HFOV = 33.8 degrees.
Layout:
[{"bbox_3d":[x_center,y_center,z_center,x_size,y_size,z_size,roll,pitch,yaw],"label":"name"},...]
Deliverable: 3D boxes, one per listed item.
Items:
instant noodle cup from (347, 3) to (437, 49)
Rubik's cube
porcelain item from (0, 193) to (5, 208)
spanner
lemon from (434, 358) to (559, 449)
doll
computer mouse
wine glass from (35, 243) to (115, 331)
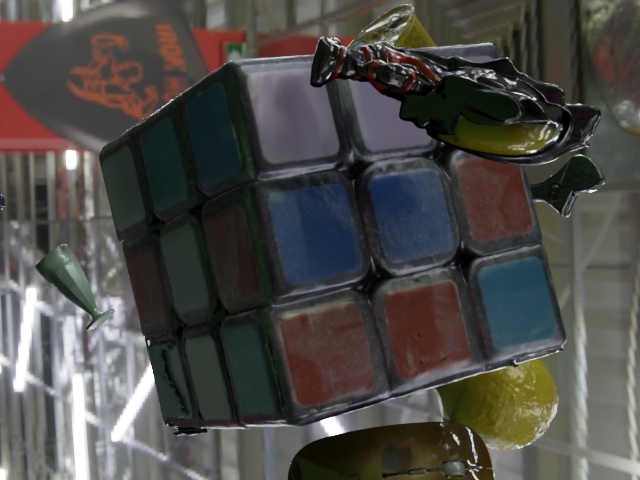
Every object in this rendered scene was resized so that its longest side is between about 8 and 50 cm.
[{"bbox_3d":[0.130,-0.279,1.756,0.182,0.144,0.182,-37,-155,20],"label":"instant noodle cup"},{"bbox_3d":[0.000,0.000,1.151,0.363,0.362,0.358,-22,-102,60],"label":"Rubik's cube"},{"bbox_3d":[-0.436,-0.019,1.267,0.075,0.136,0.021,71,6,-57],"label":"porcelain item"},{"bbox_3d":[0.303,-0.073,1.621,0.325,0.026,0.093,-7,-109,53],"label":"spanner"},{"bbox_3d":[0.282,0.250,1.687,0.180,0.193,0.180,-32,-143,28],"label":"lemon"},{"bbox_3d":[0.114,-0.120,0.904,0.127,0.249,0.088,-77,-178,-55],"label":"doll"},{"bbox_3d":[0.065,0.230,1.003,0.045,0.199,0.102,69,14,-62],"label":"computer mouse"},{"bbox_3d":[-0.446,0.088,1.911,0.155,0.073,0.073,54,-34,6],"label":"wine glass"}]
